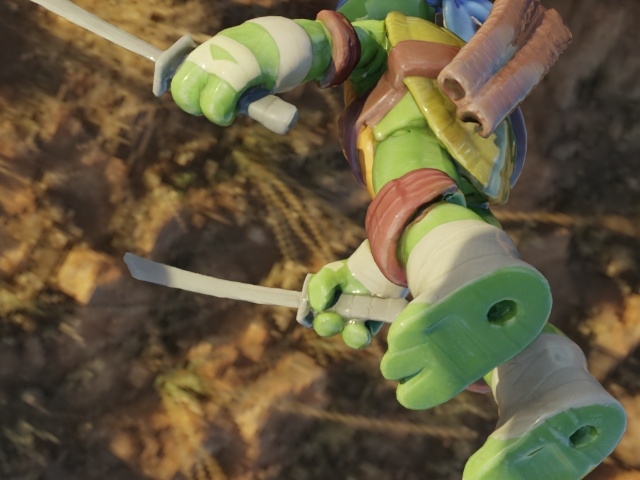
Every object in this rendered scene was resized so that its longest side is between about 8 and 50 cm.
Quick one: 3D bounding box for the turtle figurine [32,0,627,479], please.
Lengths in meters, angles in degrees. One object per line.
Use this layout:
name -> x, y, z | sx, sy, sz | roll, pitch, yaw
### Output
turtle figurine -> 0.000, 0.000, 0.743 | 0.274, 0.266, 0.198 | -7, 129, -18
